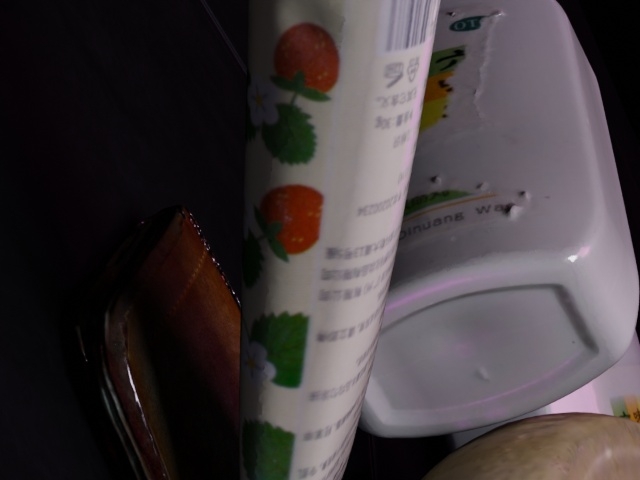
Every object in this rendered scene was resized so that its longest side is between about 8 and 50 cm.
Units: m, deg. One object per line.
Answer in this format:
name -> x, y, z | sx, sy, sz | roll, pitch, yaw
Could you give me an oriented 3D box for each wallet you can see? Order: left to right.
wallet -> -0.021, 0.121, 0.707 | 0.255, 0.031, 0.137 | 66, 19, -15

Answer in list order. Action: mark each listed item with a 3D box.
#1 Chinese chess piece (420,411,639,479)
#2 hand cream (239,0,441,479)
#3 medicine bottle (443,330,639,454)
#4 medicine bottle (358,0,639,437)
Chinese chess piece -> 0.131, 0.208, 0.894 | 0.257, 0.104, 0.257 | 35, 43, -40
hand cream -> 0.000, 0.000, 0.616 | 0.095, 0.059, 0.276 | -53, 152, -61
medicine bottle -> 0.150, 0.146, 1.126 | 0.179, 0.124, 0.324 | 5, 69, -61
medicine bottle -> 0.066, -0.045, 0.969 | 0.296, 0.161, 0.111 | -89, 154, -49
